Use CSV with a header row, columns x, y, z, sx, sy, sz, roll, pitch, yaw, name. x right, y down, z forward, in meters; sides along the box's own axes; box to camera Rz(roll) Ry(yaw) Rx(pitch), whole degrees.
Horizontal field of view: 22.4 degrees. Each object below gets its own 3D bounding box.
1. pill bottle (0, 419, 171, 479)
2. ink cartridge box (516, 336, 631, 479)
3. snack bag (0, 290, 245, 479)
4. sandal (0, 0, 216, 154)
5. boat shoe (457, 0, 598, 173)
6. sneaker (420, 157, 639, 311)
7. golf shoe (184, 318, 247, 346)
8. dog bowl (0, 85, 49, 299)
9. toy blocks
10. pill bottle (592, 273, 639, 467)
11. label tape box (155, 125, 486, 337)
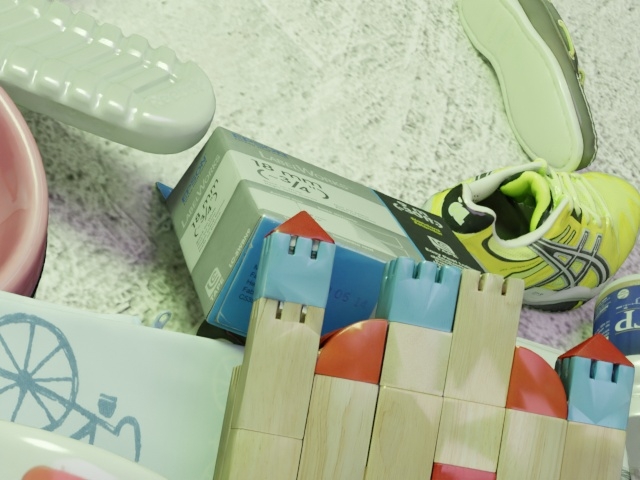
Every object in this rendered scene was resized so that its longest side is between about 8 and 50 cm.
x,y,z,sx,sy,sz,roll,pitch,yaw,name
-0.213,0.307,0.980,0.210,0.210,0.363,24,68,-17,pill bottle
0.166,0.235,1.444,0.211,0.121,0.289,19,46,-21,ink cartridge box
-0.151,0.209,1.199,0.342,0.037,0.323,13,74,-35,snack bag
-0.297,-0.162,1.458,0.416,0.102,0.169,26,38,11,sandal
0.260,-0.203,1.895,0.091,0.109,0.305,-1,52,-30,boat shoe
0.233,-0.011,1.684,0.384,0.147,0.145,-18,65,-45,sneaker
-0.022,0.170,1.394,0.120,0.105,0.273,-15,56,-34,golf shoe
-0.393,-0.027,1.249,0.408,0.150,0.408,20,46,-22,dog bowl
0.078,0.131,1.211,0.381,0.191,0.261,12,81,-9,toy blocks
0.333,0.135,1.658,0.112,0.112,0.187,27,43,-14,pill bottle
0.000,0.000,1.426,0.240,0.106,0.334,21,15,-21,label tape box
